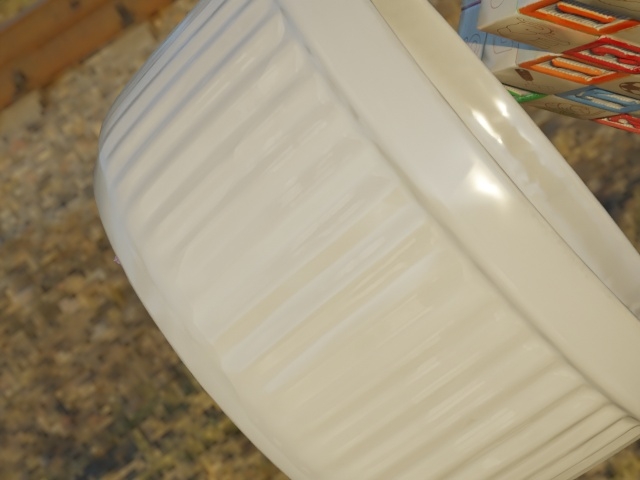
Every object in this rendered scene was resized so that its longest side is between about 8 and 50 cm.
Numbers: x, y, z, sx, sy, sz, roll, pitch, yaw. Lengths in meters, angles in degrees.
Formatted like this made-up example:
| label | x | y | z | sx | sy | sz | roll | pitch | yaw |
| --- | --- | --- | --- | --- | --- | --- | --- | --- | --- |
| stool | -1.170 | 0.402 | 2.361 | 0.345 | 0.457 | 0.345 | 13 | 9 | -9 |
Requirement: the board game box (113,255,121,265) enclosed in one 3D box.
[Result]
| label | x | y | z | sx | sy | sz | roll | pitch | yaw |
| --- | --- | --- | --- | --- | --- | --- | --- | --- | --- |
| board game box | 0.000 | 0.000 | 1.006 | 0.056 | 0.208 | 0.347 | -56 | 4 | -29 |

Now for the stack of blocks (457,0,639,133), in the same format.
| label | x | y | z | sx | sy | sz | roll | pitch | yaw |
| --- | --- | --- | --- | --- | --- | --- | --- | --- | --- |
| stack of blocks | 0.162 | -0.119 | 0.744 | 0.297 | 0.171 | 0.087 | 175 | 107 | -71 |

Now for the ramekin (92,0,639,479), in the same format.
| label | x | y | z | sx | sy | sz | roll | pitch | yaw |
| --- | --- | --- | --- | --- | --- | --- | --- | --- | --- |
| ramekin | 0.022 | -0.001 | 0.525 | 0.109 | 0.207 | 0.207 | -40 | 14 | 13 |
